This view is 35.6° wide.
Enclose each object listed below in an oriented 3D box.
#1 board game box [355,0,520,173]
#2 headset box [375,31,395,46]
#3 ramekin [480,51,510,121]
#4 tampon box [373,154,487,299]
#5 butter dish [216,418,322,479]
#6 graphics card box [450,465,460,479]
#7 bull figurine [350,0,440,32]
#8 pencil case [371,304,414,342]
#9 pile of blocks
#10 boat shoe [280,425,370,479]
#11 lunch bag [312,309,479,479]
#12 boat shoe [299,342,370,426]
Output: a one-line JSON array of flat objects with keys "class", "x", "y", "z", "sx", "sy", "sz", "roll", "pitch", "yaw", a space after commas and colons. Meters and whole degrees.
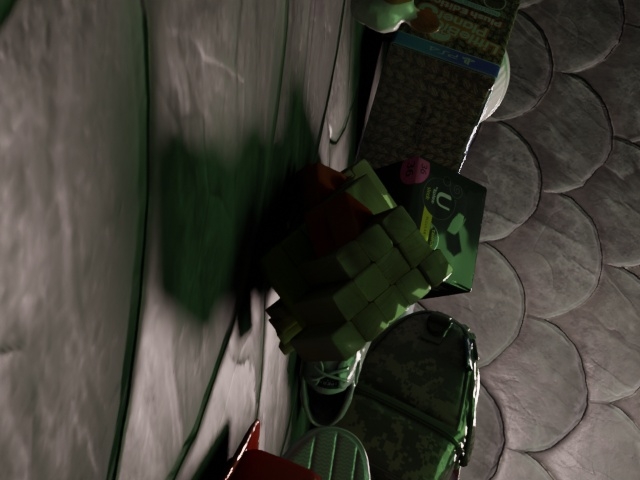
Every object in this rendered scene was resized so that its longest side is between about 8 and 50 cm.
[{"class": "board game box", "x": 0.175, "y": -0.254, "z": 1.401, "sx": 0.232, "sy": 0.141, "sz": 0.291, "roll": 105, "pitch": 6, "yaw": -51}, {"class": "headset box", "x": 0.099, "y": -0.316, "z": 1.409, "sx": 0.062, "sy": 0.032, "sz": 0.083, "roll": -54, "pitch": 151, "yaw": -75}, {"class": "ramekin", "x": 0.205, "y": -0.270, "z": 1.666, "sx": 0.109, "sy": 0.207, "sz": 0.207, "roll": -53, "pitch": 153, "yaw": -57}, {"class": "tampon box", "x": 0.082, "y": -0.006, "z": 1.079, "sx": 0.161, "sy": 0.101, "sz": 0.121, "roll": -14, "pitch": -120, "yaw": 54}, {"class": "butter dish", "x": -0.029, "y": 0.238, "z": 0.745, "sx": 0.160, "sy": 0.118, "sz": 0.160, "roll": -52, "pitch": 151, "yaw": -74}, {"class": "graphics card box", "x": 0.118, "y": 0.454, "z": 1.744, "sx": 0.094, "sy": 0.232, "sz": 0.371, "roll": 89, "pitch": 13, "yaw": -76}, {"class": "bull figurine", "x": 0.069, "y": -0.315, "z": 0.794, "sx": 0.310, "sy": 0.101, "sz": 0.188, "roll": 81, "pitch": 25, "yaw": -55}, {"class": "pencil case", "x": 0.109, "y": 0.113, "z": 1.723, "sx": 0.273, "sy": 0.113, "sz": 0.124, "roll": -71, "pitch": -173, "yaw": -51}, {"class": "pile of blocks", "x": 0.000, "y": 0.000, "z": 0.841, "sx": 0.113, "sy": 0.149, "sz": 0.362, "roll": 55, "pitch": 4, "yaw": -7}, {"class": "boat shoe", "x": -0.036, "y": 0.324, "z": 0.964, "sx": 0.094, "sy": 0.109, "sz": 0.302, "roll": 142, "pitch": -31, "yaw": -78}, {"class": "lunch bag", "x": 0.132, "y": 0.266, "z": 1.504, "sx": 0.256, "sy": 0.212, "sz": 0.305, "roll": -61, "pitch": 164, "yaw": -24}, {"class": "boat shoe", "x": 0.017, "y": 0.142, "z": 1.144, "sx": 0.228, "sy": 0.079, "sz": 0.081, "roll": 96, "pitch": 3, "yaw": -51}]
